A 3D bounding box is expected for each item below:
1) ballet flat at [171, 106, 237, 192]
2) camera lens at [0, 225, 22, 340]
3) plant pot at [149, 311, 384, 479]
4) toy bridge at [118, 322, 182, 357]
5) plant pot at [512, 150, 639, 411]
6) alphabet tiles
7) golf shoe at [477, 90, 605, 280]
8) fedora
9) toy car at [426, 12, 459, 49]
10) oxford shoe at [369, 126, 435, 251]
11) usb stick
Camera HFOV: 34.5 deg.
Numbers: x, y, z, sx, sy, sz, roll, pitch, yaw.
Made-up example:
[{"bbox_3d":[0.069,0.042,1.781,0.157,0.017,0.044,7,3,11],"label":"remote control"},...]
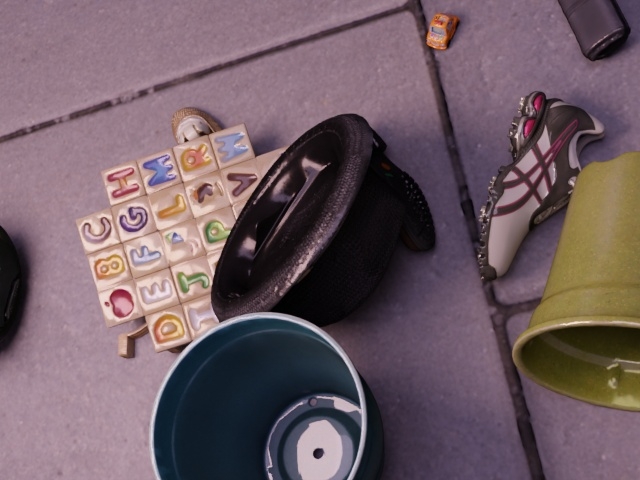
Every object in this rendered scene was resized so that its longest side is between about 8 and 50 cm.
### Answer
[{"bbox_3d":[-0.173,-0.140,1.579,0.073,0.067,0.206,-41,65,3],"label":"ballet flat"},{"bbox_3d":[-0.618,0.068,1.581,0.274,0.219,0.219,-2,73,18],"label":"camera lens"},{"bbox_3d":[-0.036,0.253,1.307,0.272,0.255,0.271,-6,70,18],"label":"plant pot"},{"bbox_3d":[-0.216,0.135,1.531,0.188,0.026,0.063,-7,69,17],"label":"toy bridge"},{"bbox_3d":[0.385,0.042,1.249,0.276,0.276,0.253,3,63,19],"label":"plant pot"},{"bbox_3d":[-0.176,-0.006,1.508,0.343,0.011,0.285,-19,81,3],"label":"alphabet tiles"},{"bbox_3d":[0.289,-0.067,1.385,0.120,0.105,0.272,19,81,15],"label":"golf shoe"},{"bbox_3d":[0.000,0.000,1.383,0.334,0.152,0.334,-43,28,30],"label":"fedora"},{"bbox_3d":[0.153,-0.339,1.545,0.122,0.040,0.060,41,90,24],"label":"toy car"},{"bbox_3d":[0.082,-0.065,1.476,0.096,0.083,0.227,-46,67,29],"label":"oxford shoe"},{"bbox_3d":[0.360,-0.383,1.478,0.077,0.045,0.278,-40,59,42],"label":"usb stick"}]
